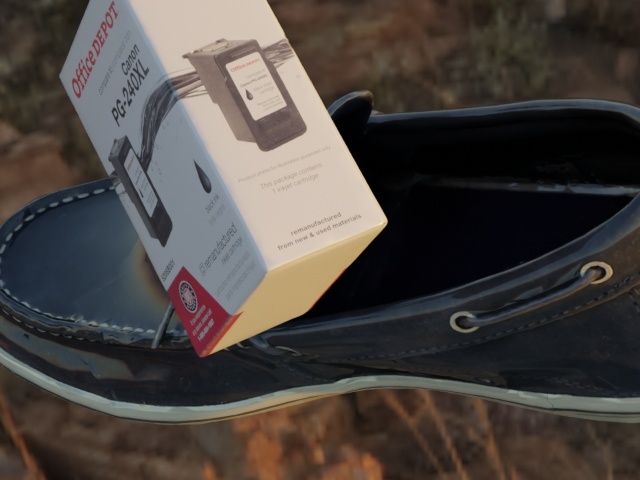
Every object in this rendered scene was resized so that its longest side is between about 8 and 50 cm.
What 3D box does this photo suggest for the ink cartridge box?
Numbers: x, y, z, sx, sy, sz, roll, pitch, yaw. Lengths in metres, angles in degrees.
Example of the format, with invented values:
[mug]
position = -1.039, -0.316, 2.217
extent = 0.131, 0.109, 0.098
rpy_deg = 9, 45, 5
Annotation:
[ink cartridge box]
position = -0.047, -0.042, 0.827
extent = 0.063, 0.109, 0.150
rpy_deg = -22, 76, -26

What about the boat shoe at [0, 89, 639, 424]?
[boat shoe]
position = 0.000, 0.000, 1.050
extent = 0.500, 0.156, 0.187
rpy_deg = 1, 53, 32
